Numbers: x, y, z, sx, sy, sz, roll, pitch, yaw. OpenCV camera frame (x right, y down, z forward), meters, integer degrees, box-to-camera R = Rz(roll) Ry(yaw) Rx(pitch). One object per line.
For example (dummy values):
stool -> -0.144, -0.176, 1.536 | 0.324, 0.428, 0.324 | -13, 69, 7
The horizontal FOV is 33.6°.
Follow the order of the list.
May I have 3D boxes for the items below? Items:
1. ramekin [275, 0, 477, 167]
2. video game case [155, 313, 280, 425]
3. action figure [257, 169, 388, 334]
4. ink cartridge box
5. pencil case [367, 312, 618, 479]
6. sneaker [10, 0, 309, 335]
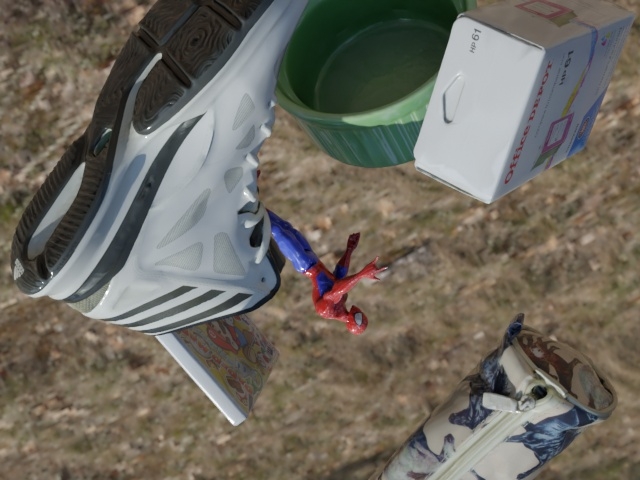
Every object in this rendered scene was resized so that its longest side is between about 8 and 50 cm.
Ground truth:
ramekin -> 0.079, -0.246, 1.446 | 0.303, 0.303, 0.148 | -29, 144, 4
video game case -> -0.149, 0.102, 1.336 | 0.026, 0.227, 0.206 | -38, -173, 17
action figure -> 0.000, 0.000, 1.505 | 0.139, 0.280, 0.091 | -37, 176, 17
ink cartridge box -> 0.110, -0.082, 0.569 | 0.122, 0.052, 0.089 | -26, 139, -48
pencil case -> 0.162, 0.281, 1.281 | 0.410, 0.160, 0.183 | -49, 151, 17
sneaker -> -0.107, -0.091, 1.137 | 0.257, 0.169, 0.447 | 31, 100, -40
